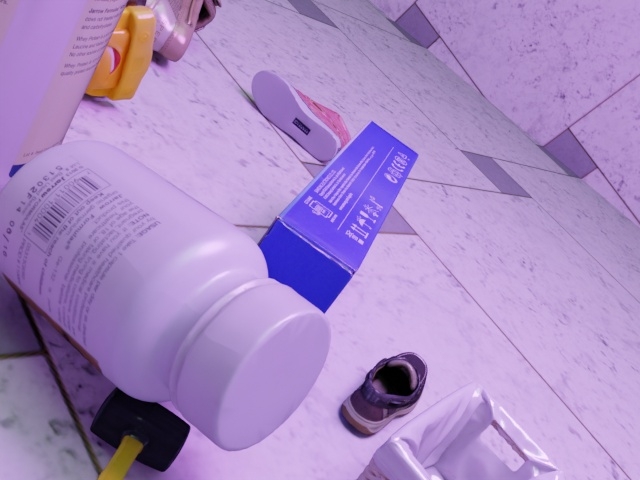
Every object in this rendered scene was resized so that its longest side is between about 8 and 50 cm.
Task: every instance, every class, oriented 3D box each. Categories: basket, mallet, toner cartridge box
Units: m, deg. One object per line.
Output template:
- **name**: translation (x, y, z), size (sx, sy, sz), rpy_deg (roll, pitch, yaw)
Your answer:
- **basket**: translation (0.100, 0.201, 0.551), size (0.113, 0.103, 0.167), rpy_deg (48, 28, 22)
- **mallet**: translation (-0.130, 0.135, 0.402), size (0.062, 0.039, 0.189), rpy_deg (33, 9, 2)
- **toner cartridge box**: translation (0.000, 0.000, 0.689), size (0.075, 0.165, 0.348), rpy_deg (36, 26, 0)

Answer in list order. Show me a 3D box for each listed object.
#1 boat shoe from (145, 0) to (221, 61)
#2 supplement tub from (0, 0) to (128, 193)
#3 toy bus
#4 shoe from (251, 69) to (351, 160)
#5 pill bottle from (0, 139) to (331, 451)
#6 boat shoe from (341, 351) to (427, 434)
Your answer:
- **boat shoe**: translation (-0.219, -0.375, 1.100), size (0.110, 0.121, 0.341), rpy_deg (33, 36, -17)
- **supplement tub**: translation (-0.268, -0.217, 0.536), size (0.235, 0.325, 0.235), rpy_deg (28, 27, -16)
- **toy bus**: translation (-0.319, -0.252, 0.758), size (0.220, 0.149, 0.211), rpy_deg (48, 41, 16)
- **shoe**: translation (-0.028, -0.197, 1.095), size (0.178, 0.063, 0.081), rpy_deg (44, 26, 4)
- **pill bottle**: translation (-0.110, 0.034, 0.479), size (0.229, 0.131, 0.131), rpy_deg (32, 22, 29)
- **boat shoe**: translation (0.076, 0.140, 0.681), size (0.056, 0.049, 0.152), rpy_deg (43, 27, 13)
